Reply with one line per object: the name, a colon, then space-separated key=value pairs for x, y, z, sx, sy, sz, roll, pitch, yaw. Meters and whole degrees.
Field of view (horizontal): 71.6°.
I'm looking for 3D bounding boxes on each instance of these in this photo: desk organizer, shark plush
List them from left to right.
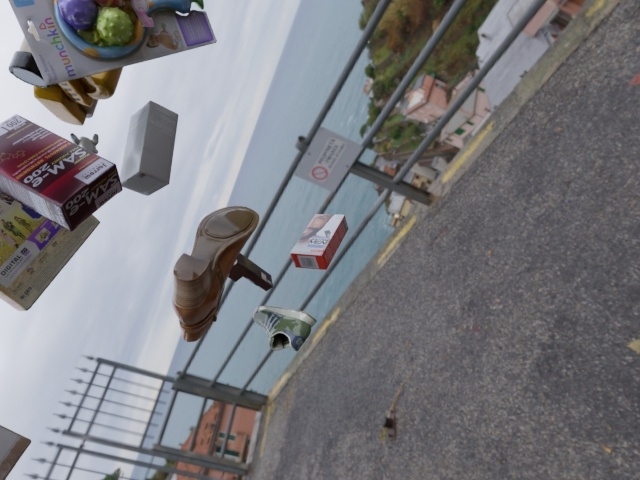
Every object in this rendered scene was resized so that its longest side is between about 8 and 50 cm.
shark plush: x=-0.671 y=-0.247 z=1.297 sx=0.161 sy=0.073 sz=0.067 roll=54 pitch=137 yaw=17
desk organizer: x=-0.180 y=0.084 z=1.097 sx=0.050 sy=0.130 sz=0.047 roll=-36 pitch=39 yaw=16

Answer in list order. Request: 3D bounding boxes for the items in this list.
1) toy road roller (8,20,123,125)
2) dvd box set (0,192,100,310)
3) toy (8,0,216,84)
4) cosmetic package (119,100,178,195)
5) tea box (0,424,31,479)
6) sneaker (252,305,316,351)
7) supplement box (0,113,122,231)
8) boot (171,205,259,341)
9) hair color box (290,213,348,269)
toy road roller: x=-0.656 y=-0.463 z=1.234 sx=0.329 sy=0.240 sz=0.203 roll=112 pitch=170 yaw=-77
dvd box set: x=-0.773 y=-0.078 z=1.046 sx=0.062 sy=0.421 sz=0.308 roll=-8 pitch=44 yaw=30
toy: x=-0.269 y=-0.309 z=0.585 sx=0.056 sy=0.237 sz=0.137 roll=6 pitch=118 yaw=66
cosmetic package: x=-0.496 y=-0.264 z=1.284 sx=0.127 sy=0.107 sz=0.238 roll=-14 pitch=68 yaw=39
tea box: x=-0.778 y=0.465 z=0.800 sx=0.323 sy=0.220 sz=0.329 roll=-16 pitch=38 yaw=40
sneaker: x=-0.098 y=0.198 z=0.980 sx=0.192 sy=0.064 sz=0.086 roll=-4 pitch=51 yaw=44
supplement box: x=-0.505 y=-0.128 z=0.808 sx=0.130 sy=0.239 sz=0.073 roll=-57 pitch=-12 yaw=-38
boot: x=-0.227 y=0.072 z=0.982 sx=0.284 sy=0.108 sz=0.220 roll=-67 pitch=-8 yaw=-46
hair color box: x=0.000 y=0.000 z=1.162 sx=0.167 sy=0.092 sz=0.054 roll=-59 pitch=-39 yaw=-44
